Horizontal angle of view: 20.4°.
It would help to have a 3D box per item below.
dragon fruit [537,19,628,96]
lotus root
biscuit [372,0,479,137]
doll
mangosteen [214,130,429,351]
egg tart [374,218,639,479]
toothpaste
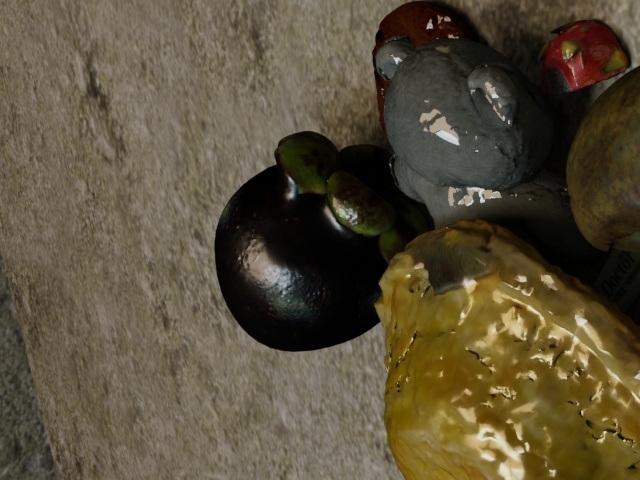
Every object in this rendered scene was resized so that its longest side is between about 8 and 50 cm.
[{"bbox_3d":[0.229,-0.166,1.599,0.083,0.056,0.060,-5,103,63],"label":"dragon fruit"},{"bbox_3d":[0.295,-0.077,1.423,0.152,0.160,0.275,62,151,7],"label":"lotus root"},{"bbox_3d":[0.115,-0.151,1.820,0.192,0.049,0.192,33,133,43],"label":"biscuit"},{"bbox_3d":[0.168,-0.065,1.707,0.246,0.158,0.340,24,155,45],"label":"doll"},{"bbox_3d":[0.000,0.000,1.944,0.243,0.243,0.243,38,137,47],"label":"mangosteen"},{"bbox_3d":[0.190,0.194,1.660,0.443,0.178,0.443,37,151,24],"label":"egg tart"},{"bbox_3d":[0.292,0.007,1.607,0.064,0.041,0.218,50,142,23],"label":"toothpaste"}]
